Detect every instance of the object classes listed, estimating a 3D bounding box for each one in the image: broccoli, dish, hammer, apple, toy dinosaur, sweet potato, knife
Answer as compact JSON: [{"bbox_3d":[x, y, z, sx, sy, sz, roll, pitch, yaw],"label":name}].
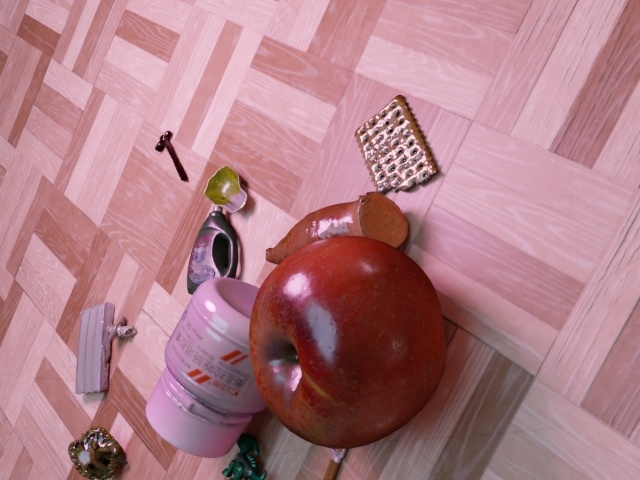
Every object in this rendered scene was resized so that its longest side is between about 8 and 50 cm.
[{"bbox_3d":[-0.546,0.521,1.860,0.130,0.120,0.131,-27,77,6],"label":"broccoli"},{"bbox_3d":[-0.206,-0.108,1.766,0.091,0.039,0.137,-50,55,6],"label":"dish"},{"bbox_3d":[-0.377,-0.207,1.964,0.065,0.021,0.178,-48,55,23],"label":"hammer"},{"bbox_3d":[0.045,0.166,1.290,0.349,0.277,0.348,16,111,49],"label":"apple"},{"bbox_3d":[-0.150,0.455,1.564,0.132,0.059,0.096,28,93,51],"label":"toy dinosaur"},{"bbox_3d":[0.001,0.002,1.489,0.337,0.131,0.131,-19,67,37],"label":"sweet potato"},{"bbox_3d":[0.029,0.389,1.439,0.046,0.022,0.256,23,95,47],"label":"knife"}]

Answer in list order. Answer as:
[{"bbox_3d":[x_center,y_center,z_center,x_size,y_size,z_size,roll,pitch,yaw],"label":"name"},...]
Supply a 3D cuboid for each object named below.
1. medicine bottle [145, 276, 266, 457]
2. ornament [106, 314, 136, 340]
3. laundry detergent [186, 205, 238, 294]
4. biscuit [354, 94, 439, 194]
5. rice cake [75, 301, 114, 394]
[{"bbox_3d":[-0.195,0.252,1.525,0.241,0.241,0.302,41,107,41],"label":"medicine bottle"},{"bbox_3d":[-0.516,0.229,1.962,0.068,0.041,0.092,-49,36,-7],"label":"ornament"},{"bbox_3d":[-0.239,0.024,1.750,0.137,0.063,0.210,-1,76,40],"label":"laundry detergent"},{"bbox_3d":[0.140,-0.173,1.486,0.144,0.016,0.203,-36,56,30],"label":"biscuit"},{"bbox_3d":[-0.597,0.285,2.019,0.127,0.043,0.237,-14,71,38],"label":"rice cake"}]
